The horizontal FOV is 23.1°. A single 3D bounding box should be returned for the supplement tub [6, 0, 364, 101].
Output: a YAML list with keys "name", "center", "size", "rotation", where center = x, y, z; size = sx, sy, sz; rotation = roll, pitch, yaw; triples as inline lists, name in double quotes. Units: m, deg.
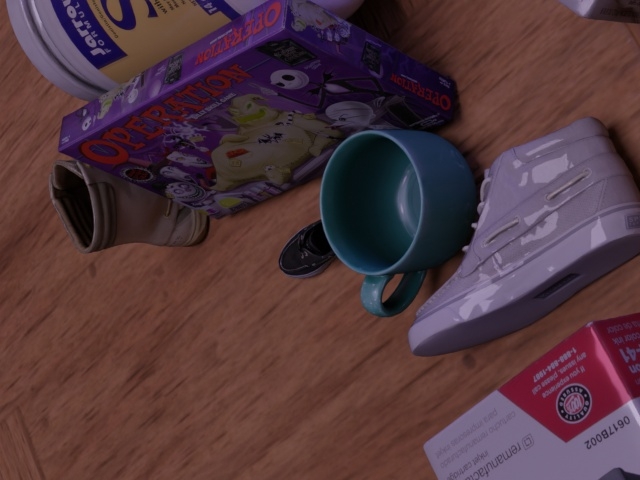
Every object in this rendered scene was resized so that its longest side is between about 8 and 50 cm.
- name: "supplement tub"
  center: [-0.130, -0.273, 1.515]
  size: [0.331, 0.241, 0.241]
  rotation: [-17, 81, 45]

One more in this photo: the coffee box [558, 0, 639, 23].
- name: "coffee box"
  center: [0.261, -0.293, 1.183]
  size: [0.098, 0.141, 0.247]
  rotation: [43, 122, 36]

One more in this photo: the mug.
- name: "mug"
  center: [0.072, -0.026, 1.427]
  size: [0.129, 0.097, 0.158]
  rotation: [51, 127, 30]

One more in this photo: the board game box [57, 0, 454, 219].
- name: "board game box"
  center: [-0.068, -0.116, 1.487]
  size: [0.346, 0.208, 0.056]
  rotation: [-21, 51, 45]

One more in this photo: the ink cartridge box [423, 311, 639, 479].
- name: "ink cartridge box"
  center: [0.247, 0.239, 1.244]
  size: [0.226, 0.131, 0.306]
  rotation: [-43, 62, 39]

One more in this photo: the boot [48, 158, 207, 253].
- name: "boot"
  center: [-0.214, -0.092, 1.667]
  size: [0.077, 0.165, 0.213]
  rotation: [-21, 79, 44]

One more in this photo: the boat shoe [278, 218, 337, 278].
- name: "boat shoe"
  center: [0.000, 0.000, 1.543]
  size: [0.142, 0.040, 0.049]
  rotation: [-30, 72, 43]

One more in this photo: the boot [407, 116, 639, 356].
- name: "boot"
  center: [0.164, -0.002, 1.351]
  size: [0.258, 0.095, 0.123]
  rotation: [-33, 63, 33]
